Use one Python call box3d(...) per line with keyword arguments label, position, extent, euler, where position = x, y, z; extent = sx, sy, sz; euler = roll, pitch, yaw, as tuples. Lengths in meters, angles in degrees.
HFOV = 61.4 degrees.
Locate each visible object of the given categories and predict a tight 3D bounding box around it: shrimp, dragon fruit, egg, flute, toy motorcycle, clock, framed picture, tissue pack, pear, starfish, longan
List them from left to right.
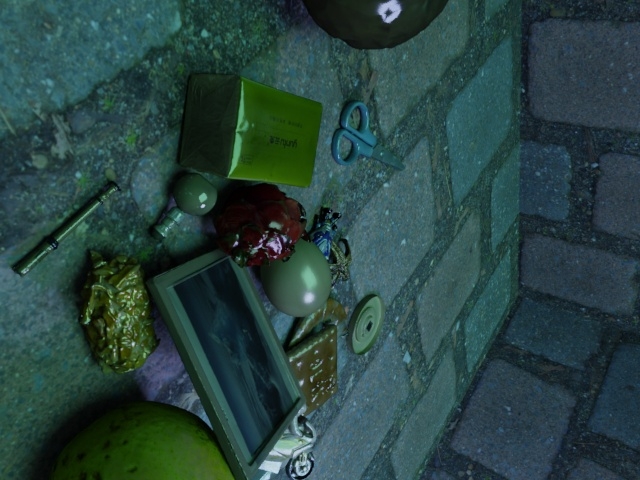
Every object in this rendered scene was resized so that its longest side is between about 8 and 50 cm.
box3d(label="flute", position=(-0.448, -0.023, 0.963), extent=(0.233, 0.027, 0.027), euler=(-52, 141, -28))
box3d(label="pear", position=(-0.333, 0.518, 1.073), extent=(0.391, 0.390, 0.392), euler=(-29, 127, -46))
box3d(label="framed picture", position=(-0.184, 0.239, 1.186), extent=(0.447, 0.028, 0.326), euler=(67, 24, -5))
box3d(label="tissue pack", position=(-0.142, -0.232, 1.174), extent=(0.274, 0.167, 0.201), euler=(-1, 103, -54))
box3d(label="dragon fruit", position=(-0.134, -0.043, 1.257), extent=(0.274, 0.192, 0.193), euler=(-56, 135, -49))
box3d(label="toy motorcycle", position=(-0.127, 0.549, 1.542), extent=(0.340, 0.107, 0.223), euler=(31, 77, -28))
box3d(label="egg", position=(-0.065, 0.090, 1.419), extent=(0.186, 0.185, 0.242), euler=(-40, 129, -39))
box3d(label="shrimp", position=(-0.006, 0.270, 1.693), extent=(0.287, 0.068, 0.186), euler=(-28, 128, -45))
box3d(label="starfish", position=(0.049, 0.059, 1.675), extent=(0.146, 0.074, 0.190), euler=(-35, 130, -35))
box3d(label="clock", position=(0.175, 0.315, 2.005), extent=(0.235, 0.029, 0.235), euler=(-29, 128, -46))
box3d(label="longan", position=(0.136, -0.650, 1.178), extent=(0.403, 0.404, 0.436), euler=(-3, 130, -54))

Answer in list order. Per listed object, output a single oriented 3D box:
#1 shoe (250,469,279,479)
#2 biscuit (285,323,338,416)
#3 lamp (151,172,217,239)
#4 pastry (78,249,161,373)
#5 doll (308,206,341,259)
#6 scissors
box3d(label="shoe", position=(-0.153, 0.677, 1.632), extent=(0.251, 0.103, 0.100), euler=(-40, 110, -31))
box3d(label="biscuit", position=(-0.023, 0.430, 1.712), extent=(0.217, 0.044, 0.325), euler=(-28, 133, -34))
box3d(label="lamp", position=(-0.291, -0.065, 1.127), extent=(0.163, 0.091, 0.091), euler=(-50, 142, -8))
box3d(label="pastry", position=(-0.398, 0.142, 1.044), extent=(0.154, 0.102, 0.250), euler=(-32, 131, -39))
box3d(label="doll", position=(0.000, 0.000, 1.581), extent=(0.095, 0.070, 0.195), euler=(29, 77, -25))
box3d(label="scissors", position=(0.176, -0.290, 1.725), extent=(0.447, 0.029, 0.193), euler=(17, 91, -56))
